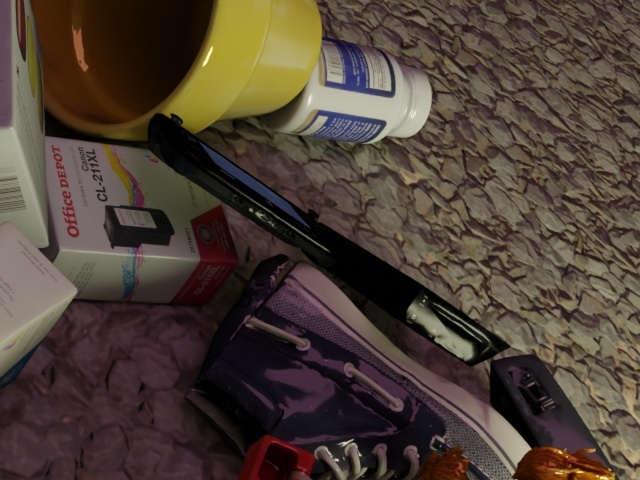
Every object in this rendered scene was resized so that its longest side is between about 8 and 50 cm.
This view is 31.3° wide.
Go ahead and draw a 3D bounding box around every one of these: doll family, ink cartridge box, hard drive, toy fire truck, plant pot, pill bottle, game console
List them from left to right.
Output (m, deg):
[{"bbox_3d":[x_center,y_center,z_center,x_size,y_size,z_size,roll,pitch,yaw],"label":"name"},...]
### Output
[{"bbox_3d":[-0.288,0.093,0.776,0.078,0.134,0.231,45,40,4],"label":"ink cartridge box"},{"bbox_3d":[-0.177,-0.016,1.015,0.175,0.072,0.127,5,52,-37],"label":"ink cartridge box"},{"bbox_3d":[-0.128,-0.217,1.123,0.239,0.254,0.254,-1,54,-59],"label":"plant pot"},{"bbox_3d":[0.000,0.000,1.026,0.361,0.044,0.213,34,-1,-31],"label":"game console"},{"bbox_3d":[0.002,0.240,0.878,0.192,0.135,0.047,33,40,-11],"label":"toy fire truck"},{"bbox_3d":[0.030,-0.168,1.292,0.186,0.112,0.112,5,52,-37],"label":"pill bottle"},{"bbox_3d":[0.159,0.232,0.915,0.163,0.263,0.118,47,46,-24],"label":"doll family"},{"bbox_3d":[0.239,0.232,1.065,0.054,0.172,0.255,-27,67,-3],"label":"hard drive"}]

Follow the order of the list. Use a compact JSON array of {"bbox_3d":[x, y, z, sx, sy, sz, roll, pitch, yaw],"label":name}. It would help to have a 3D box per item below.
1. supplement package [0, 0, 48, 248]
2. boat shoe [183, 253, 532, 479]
[{"bbox_3d":[-0.297,-0.119,0.910,0.134,0.139,0.244,-8,51,-6],"label":"supplement package"},{"bbox_3d":[0.037,0.177,0.996,0.340,0.127,0.158,39,51,1],"label":"boat shoe"}]
